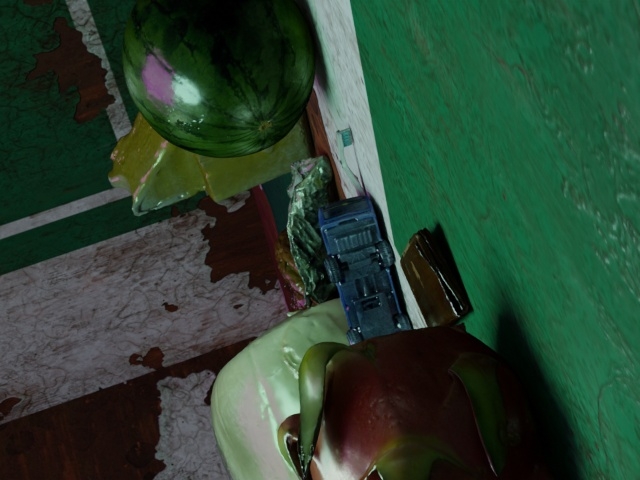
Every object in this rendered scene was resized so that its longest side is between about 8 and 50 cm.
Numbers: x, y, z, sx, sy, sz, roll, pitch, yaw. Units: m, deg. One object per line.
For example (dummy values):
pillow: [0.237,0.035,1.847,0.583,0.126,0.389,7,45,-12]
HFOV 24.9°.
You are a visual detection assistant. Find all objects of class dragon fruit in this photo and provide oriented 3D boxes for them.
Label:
dragon fruit: [0.081,0.185,1.182,0.224,0.224,0.227,79,177,-58]

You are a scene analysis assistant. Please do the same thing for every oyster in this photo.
oyster: [-0.003,0.000,2.111,0.199,0.087,0.252,-20,-71,-76]

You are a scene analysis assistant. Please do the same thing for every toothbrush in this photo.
toothbrush: [0.044,-0.056,1.759,0.017,0.022,0.204,-114,7,-48]

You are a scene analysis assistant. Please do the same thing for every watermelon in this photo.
watermelon: [-0.123,-0.219,1.752,0.242,0.242,0.242,161,90,-85]

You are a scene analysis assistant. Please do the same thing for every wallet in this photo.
wallet: [0.109,0.043,1.398,0.176,0.026,0.095,92,152,-79]

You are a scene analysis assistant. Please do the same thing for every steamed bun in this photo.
steamed bun: [-0.013,0.244,1.986,0.290,0.272,0.273,53,166,19]

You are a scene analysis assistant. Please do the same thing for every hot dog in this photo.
hot dog: [-0.015,0.062,2.438,0.227,0.099,0.160,-113,6,-64]

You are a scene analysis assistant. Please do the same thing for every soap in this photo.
soap: [-0.189,-0.220,2.068,0.338,0.304,0.169,76,169,-47]

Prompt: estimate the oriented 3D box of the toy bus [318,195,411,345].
toy bus: [0.053,0.057,1.755,0.094,0.079,0.236,-114,7,-60]
